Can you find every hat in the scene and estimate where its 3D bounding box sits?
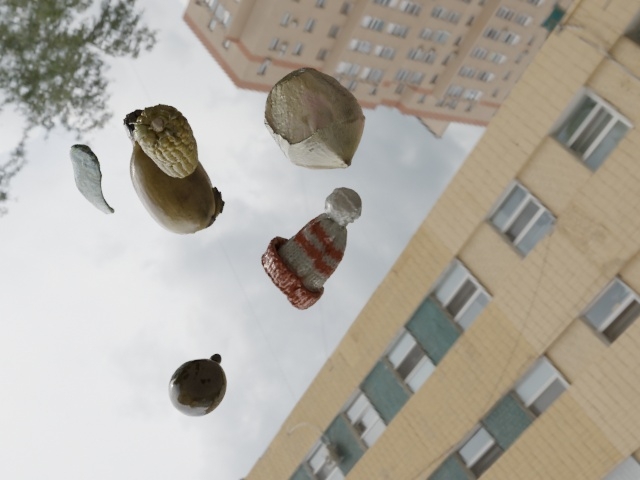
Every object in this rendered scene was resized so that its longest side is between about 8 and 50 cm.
[{"bbox_3d":[0.000,0.000,0.917,0.093,0.162,0.112,33,-161,-38],"label":"hat"}]

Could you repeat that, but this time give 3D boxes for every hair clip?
[{"bbox_3d":[-0.432,-0.104,1.319,0.066,0.229,0.036,19,-118,7],"label":"hair clip"}]

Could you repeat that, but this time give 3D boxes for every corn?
[{"bbox_3d":[-0.266,-0.170,1.232,0.091,0.091,0.260,49,173,3],"label":"corn"}]

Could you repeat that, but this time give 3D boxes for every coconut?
[{"bbox_3d":[-0.004,-0.133,0.797,0.110,0.110,0.124,-16,-118,-51],"label":"coconut"}]

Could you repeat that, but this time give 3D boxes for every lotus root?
[{"bbox_3d":[-0.352,-0.155,1.579,0.310,0.182,0.183,60,-151,-13],"label":"lotus root"}]

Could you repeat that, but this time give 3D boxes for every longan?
[{"bbox_3d":[-0.208,0.246,1.193,0.106,0.106,0.119,29,-129,-3],"label":"longan"}]
